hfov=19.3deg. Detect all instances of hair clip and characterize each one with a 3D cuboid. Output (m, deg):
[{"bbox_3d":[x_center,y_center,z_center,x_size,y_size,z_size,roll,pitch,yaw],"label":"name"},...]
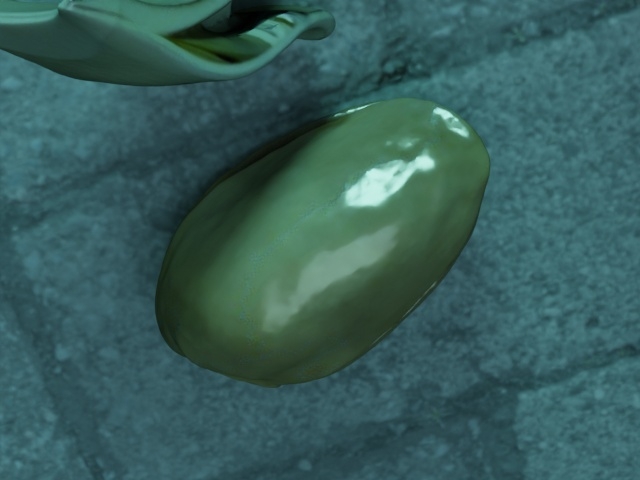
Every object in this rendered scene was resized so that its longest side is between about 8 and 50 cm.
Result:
[{"bbox_3d":[-0.111,-0.161,1.371,0.282,0.172,0.113,-28,111,-39],"label":"hair clip"}]

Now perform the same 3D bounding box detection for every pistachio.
[{"bbox_3d":[0.000,0.000,1.497,0.299,0.187,0.187,-40,119,5],"label":"pistachio"}]
